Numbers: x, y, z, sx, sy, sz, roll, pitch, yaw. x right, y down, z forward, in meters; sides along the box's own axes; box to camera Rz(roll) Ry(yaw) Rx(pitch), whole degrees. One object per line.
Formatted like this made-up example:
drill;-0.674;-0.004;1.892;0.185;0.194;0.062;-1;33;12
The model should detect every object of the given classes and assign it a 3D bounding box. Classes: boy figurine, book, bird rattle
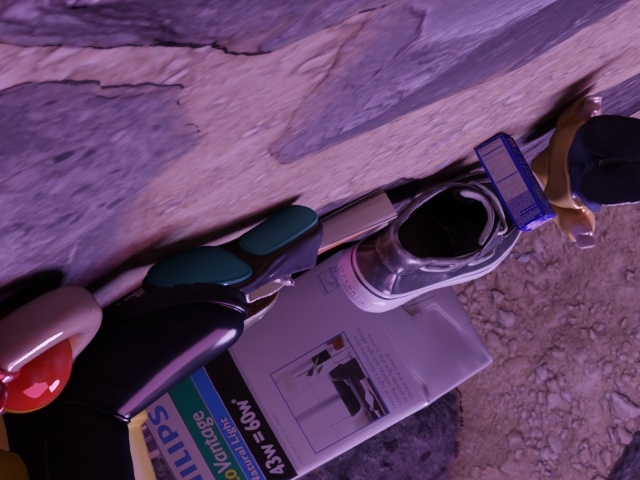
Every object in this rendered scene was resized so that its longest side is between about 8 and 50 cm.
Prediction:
boy figurine;0.311;-0.078;1.753;0.092;0.177;0.285;2;178;-2
book;0.000;0.000;1.592;0.144;0.035;0.096;-26;175;-24
bird rattle;-0.254;0.098;1.110;0.207;0.143;0.253;-39;165;-30

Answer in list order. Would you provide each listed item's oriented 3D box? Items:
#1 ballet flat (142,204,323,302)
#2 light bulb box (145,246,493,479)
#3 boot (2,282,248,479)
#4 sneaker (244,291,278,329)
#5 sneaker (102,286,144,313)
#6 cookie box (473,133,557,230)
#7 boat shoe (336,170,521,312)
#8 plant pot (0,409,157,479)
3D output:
ballet flat;-0.074;0.032;1.326;0.203;0.074;0.074;-26;172;-41
light bulb box;-0.006;0.180;2.020;0.361;0.225;0.358;-32;173;19
boot;-0.158;0.163;1.223;0.246;0.207;0.094;-19;154;17
sneaker;-0.127;0.089;1.550;0.192;0.064;0.086;-27;172;-2
sneaker;-0.161;0.082;1.399;0.152;0.058;0.084;-26;167;7
cookie box;0.223;-0.066;1.706;0.040;0.107;0.092;-29;172;14
boat shoe;0.161;-0.010;1.721;0.119;0.121;0.335;-36;177;43
plant pot;-0.281;0.288;1.644;0.254;0.239;0.254;-29;173;-4
